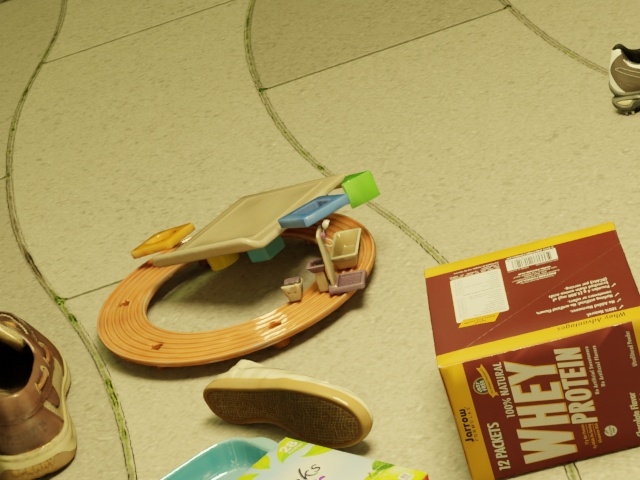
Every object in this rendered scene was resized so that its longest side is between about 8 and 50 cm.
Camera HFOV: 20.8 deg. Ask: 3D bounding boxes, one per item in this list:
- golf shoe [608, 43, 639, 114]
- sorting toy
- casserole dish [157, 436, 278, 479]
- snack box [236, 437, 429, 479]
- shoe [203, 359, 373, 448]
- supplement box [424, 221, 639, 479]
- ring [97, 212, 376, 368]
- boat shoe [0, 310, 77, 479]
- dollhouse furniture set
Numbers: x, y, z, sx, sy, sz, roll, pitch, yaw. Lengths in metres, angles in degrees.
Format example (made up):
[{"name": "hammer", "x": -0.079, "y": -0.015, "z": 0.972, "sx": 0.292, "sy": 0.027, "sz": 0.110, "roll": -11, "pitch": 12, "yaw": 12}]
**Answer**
[{"name": "golf shoe", "x": 0.452, "y": -0.217, "z": 2.144, "sx": 0.198, "sy": 0.094, "sz": 0.077, "roll": -10, "pitch": 25, "yaw": 12}, {"name": "sorting toy", "x": -0.075, "y": -0.012, "z": 2.033, "sx": 0.348, "sy": 0.047, "sz": 0.196, "roll": -11, "pitch": 18, "yaw": 45}, {"name": "casserole dish", "x": -0.111, "y": 0.249, "z": 1.626, "sx": 0.188, "sy": 0.037, "sz": 0.114, "roll": -33, "pitch": 29, "yaw": -28}, {"name": "snack box", "x": -0.026, "y": 0.266, "z": 1.494, "sx": 0.174, "sy": 0.070, "sz": 0.207, "roll": 9, "pitch": 34, "yaw": 44}, {"name": "shoe", "x": -0.027, "y": 0.153, "z": 1.719, "sx": 0.219, "sy": 0.076, "sz": 0.058, "roll": 5, "pitch": 39, "yaw": 44}, {"name": "supplement box", "x": 0.208, "y": 0.101, "z": 1.607, "sx": 0.191, "sy": 0.129, "sz": 0.194, "roll": -14, "pitch": 25, "yaw": 6}, {"name": "ring", "x": -0.095, "y": 0.058, "z": 2.015, "sx": 0.336, "sy": 0.032, "sz": 0.336, "roll": -15, "pitch": 26, "yaw": 7}, {"name": "boat shoe", "x": -0.347, "y": 0.137, "z": 1.907, "sx": 0.123, "sy": 0.123, "sz": 0.342, "roll": -21, "pitch": 25, "yaw": -6}, {"name": "dollhouse furniture set", "x": 0.000, "y": 0.000, "z": 1.936, "sx": 0.091, "sy": 0.081, "sz": 0.114, "roll": -12, "pitch": 26, "yaw": 12}]
